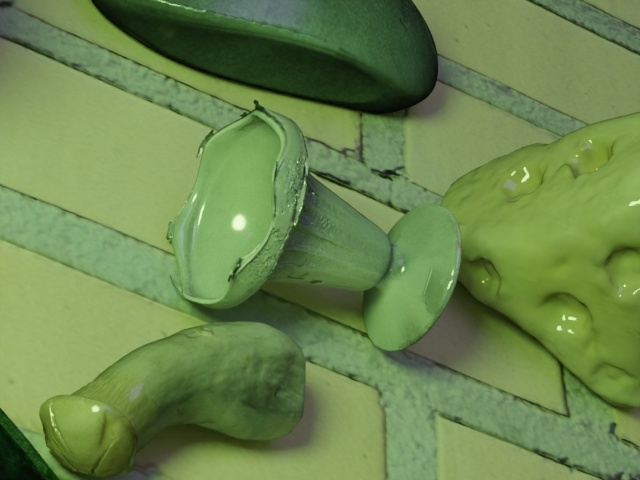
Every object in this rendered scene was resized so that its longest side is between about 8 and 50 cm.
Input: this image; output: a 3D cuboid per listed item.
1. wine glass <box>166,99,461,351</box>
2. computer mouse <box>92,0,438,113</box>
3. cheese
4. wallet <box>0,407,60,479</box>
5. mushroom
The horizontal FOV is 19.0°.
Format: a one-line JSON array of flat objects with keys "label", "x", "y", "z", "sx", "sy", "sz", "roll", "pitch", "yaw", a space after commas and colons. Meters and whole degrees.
[{"label": "wine glass", "x": 0.000, "y": 0.000, "z": 1.517, "sx": 0.196, "sy": 0.165, "sz": 0.165, "roll": 21, "pitch": 39, "yaw": -26}, {"label": "computer mouse", "x": -0.044, "y": -0.231, "z": 1.759, "sx": 0.374, "sy": 0.114, "sz": 0.203, "roll": 14, "pitch": 43, "yaw": -26}, {"label": "cheese", "x": 0.239, "y": -0.015, "z": 1.661, "sx": 0.251, "sy": 0.248, "sz": 0.173, "roll": 32, "pitch": 35, "yaw": 4}, {"label": "wallet", "x": -0.275, "y": 0.158, "z": 1.212, "sx": 0.160, "sy": 0.055, "sz": 0.236, "roll": 47, "pitch": 37, "yaw": 2}, {"label": "mushroom", "x": -0.103, "y": 0.111, "z": 1.375, "sx": 0.081, "sy": 0.092, "sz": 0.223, "roll": 8, "pitch": 11, "yaw": 41}]
